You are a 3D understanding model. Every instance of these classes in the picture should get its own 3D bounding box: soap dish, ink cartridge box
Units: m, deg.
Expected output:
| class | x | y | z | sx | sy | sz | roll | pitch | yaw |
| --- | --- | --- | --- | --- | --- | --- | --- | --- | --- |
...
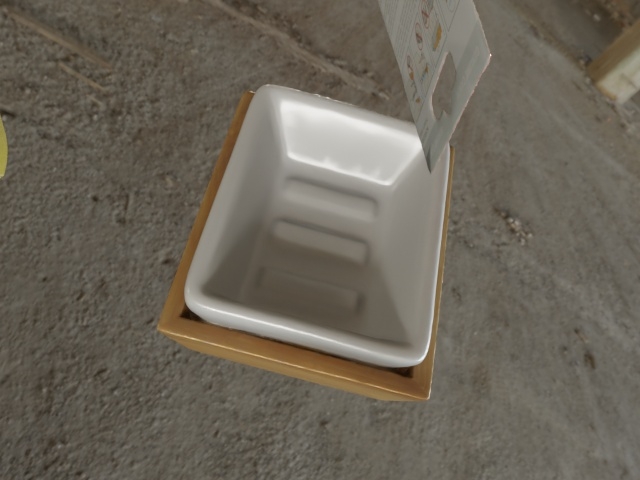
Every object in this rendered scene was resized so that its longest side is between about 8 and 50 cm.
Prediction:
| class | x | y | z | sx | sy | sz | roll | pitch | yaw |
| --- | --- | --- | --- | --- | --- | --- | --- | --- | --- |
| soap dish | 0.000 | 0.000 | 0.656 | 0.229 | 0.118 | 0.291 | 15 | 54 | -2 |
| ink cartridge box | 0.076 | -0.185 | 0.454 | 0.189 | 0.066 | 0.232 | 90 | -19 | -76 |

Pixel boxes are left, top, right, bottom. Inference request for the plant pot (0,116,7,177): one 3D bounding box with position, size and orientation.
| class | x | y | z | sx | sy | sz | roll | pitch | yaw |
| --- | --- | --- | --- | --- | --- | --- | --- | --- | --- |
| plant pot | -0.346 | -0.091 | 0.654 | 0.081 | 0.081 | 0.083 | -147 | -142 | -83 |
